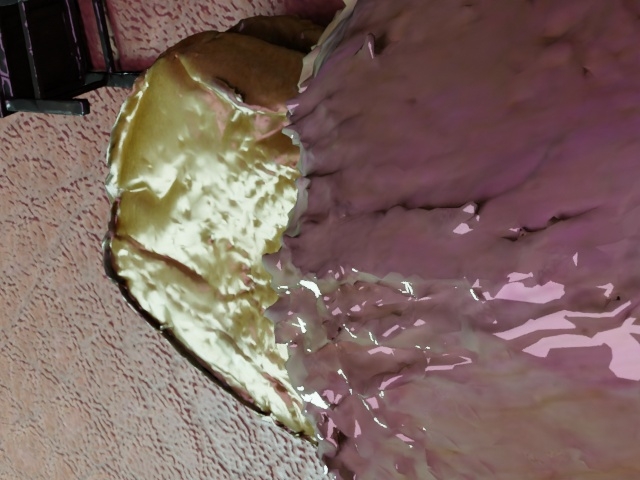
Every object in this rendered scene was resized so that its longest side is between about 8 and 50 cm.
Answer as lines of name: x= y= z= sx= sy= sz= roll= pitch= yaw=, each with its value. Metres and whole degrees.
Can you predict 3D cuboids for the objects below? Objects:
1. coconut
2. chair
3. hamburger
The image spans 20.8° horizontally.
coconut: x=0.211 y=-0.002 z=0.601 sx=0.404 sy=0.404 sz=0.405 roll=21 pitch=125 yaw=34
chair: x=-0.222 y=-0.149 z=1.262 sx=0.212 sy=0.084 sz=0.101 roll=5 pitch=111 yaw=41
hamburger: x=-0.001 y=0.000 z=1.096 sx=0.283 sy=0.144 sz=0.259 roll=45 pitch=132 yaw=21
